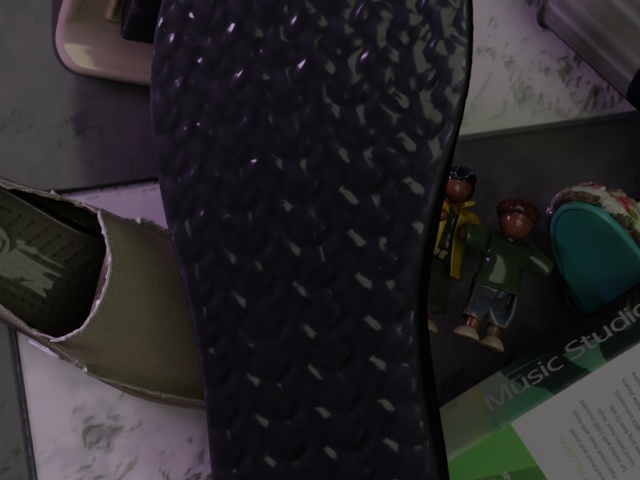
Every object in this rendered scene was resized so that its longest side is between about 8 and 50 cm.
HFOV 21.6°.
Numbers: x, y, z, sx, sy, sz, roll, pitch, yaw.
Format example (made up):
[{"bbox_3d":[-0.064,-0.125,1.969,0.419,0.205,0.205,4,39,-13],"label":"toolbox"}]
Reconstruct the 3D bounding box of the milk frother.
[{"bbox_3d":[0.201,-0.099,1.059,0.135,0.129,0.143,47,111,20],"label":"milk frother"}]

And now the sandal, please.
[{"bbox_3d":[-0.002,0.001,0.926,0.167,0.107,0.446,2,104,7],"label":"sandal"}]

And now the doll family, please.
[{"bbox_3d":[0.048,-0.012,1.013,0.193,0.076,0.111,23,80,-26],"label":"doll family"}]

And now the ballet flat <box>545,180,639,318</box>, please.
[{"bbox_3d":[0.217,0.044,1.071,0.077,0.091,0.241,-52,123,-35],"label":"ballet flat"}]

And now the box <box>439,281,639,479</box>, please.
[{"bbox_3d":[0.234,0.130,1.029,0.322,0.058,0.232,-33,116,3],"label":"box"}]

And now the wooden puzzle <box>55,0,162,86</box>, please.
[{"bbox_3d":[-0.019,-0.165,0.938,0.221,0.239,0.044,8,46,-17],"label":"wooden puzzle"}]

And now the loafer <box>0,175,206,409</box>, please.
[{"bbox_3d":[-0.123,0.033,0.963,0.268,0.092,0.102,21,87,-17],"label":"loafer"}]
